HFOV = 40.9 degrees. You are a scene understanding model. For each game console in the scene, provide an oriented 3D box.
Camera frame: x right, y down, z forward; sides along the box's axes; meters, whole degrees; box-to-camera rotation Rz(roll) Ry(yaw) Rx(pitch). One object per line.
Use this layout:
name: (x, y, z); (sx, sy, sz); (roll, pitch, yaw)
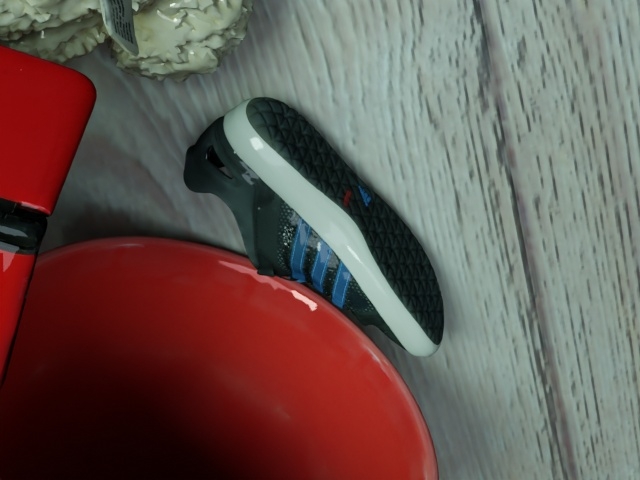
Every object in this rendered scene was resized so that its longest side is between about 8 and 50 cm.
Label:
game console: (-0.178, -0.020, 0.339); (0.144, 0.085, 0.124); (17, 112, -11)

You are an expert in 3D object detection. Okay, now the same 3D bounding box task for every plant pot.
plant pot: (-0.100, 0.172, 0.512); (0.275, 0.275, 0.243); (21, 121, -11)

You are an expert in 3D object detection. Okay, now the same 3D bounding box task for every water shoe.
water shoe: (0.000, 0.000, 0.548); (0.080, 0.073, 0.203); (-30, 108, 32)

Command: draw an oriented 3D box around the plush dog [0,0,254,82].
plush dog: (-0.196, -0.144, 0.420); (0.226, 0.210, 0.262); (-21, 114, 31)
